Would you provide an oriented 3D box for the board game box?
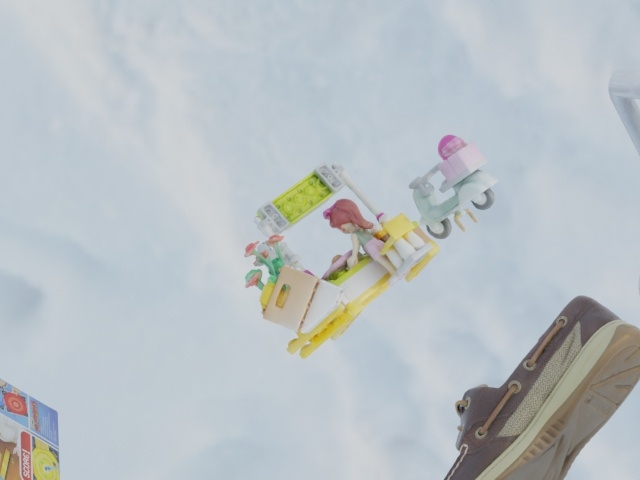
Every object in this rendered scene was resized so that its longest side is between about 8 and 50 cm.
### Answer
[{"bbox_3d":[-0.244,0.177,1.326,0.035,0.201,0.136,-35,130,23],"label":"board game box"}]

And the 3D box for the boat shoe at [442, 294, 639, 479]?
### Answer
[{"bbox_3d":[0.208,0.204,2.020,0.342,0.123,0.123,-52,142,4],"label":"boat shoe"}]

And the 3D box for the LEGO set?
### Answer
[{"bbox_3d":[0.000,0.000,1.270,0.132,0.107,0.287,-47,170,35],"label":"LEGO set"}]

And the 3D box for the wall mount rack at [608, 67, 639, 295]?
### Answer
[{"bbox_3d":[0.323,-0.085,1.005,0.350,0.304,0.130,-36,115,-11],"label":"wall mount rack"}]
